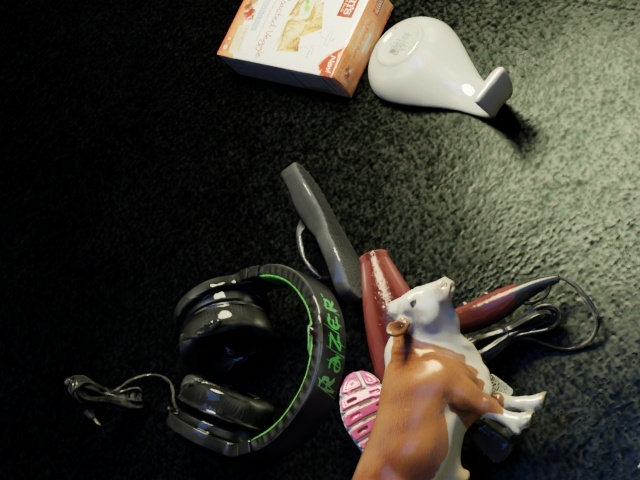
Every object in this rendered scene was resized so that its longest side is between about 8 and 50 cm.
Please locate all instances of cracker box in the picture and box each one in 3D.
[{"bbox_3d":[-0.025,-0.312,1.527,0.232,0.067,0.155,18,78,36],"label":"cracker box"}]

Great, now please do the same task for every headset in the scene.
[{"bbox_3d":[-0.147,0.163,1.299,0.394,0.185,0.243,-22,56,39],"label":"headset"}]

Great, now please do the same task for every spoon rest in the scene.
[{"bbox_3d":[0.161,-0.224,1.376,0.137,0.084,0.276,-50,39,0],"label":"spoon rest"}]

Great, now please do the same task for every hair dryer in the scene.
[{"bbox_3d":[0.159,0.104,1.218,0.293,0.080,0.223,31,83,23],"label":"hair dryer"}]

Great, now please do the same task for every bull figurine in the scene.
[{"bbox_3d":[0.127,0.200,1.098,0.188,0.101,0.310,16,81,21],"label":"bull figurine"}]

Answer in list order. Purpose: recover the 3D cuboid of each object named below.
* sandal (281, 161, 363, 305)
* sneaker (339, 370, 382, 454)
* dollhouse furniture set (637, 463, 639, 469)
[{"bbox_3d":[0.000,0.000,1.352,0.054,0.097,0.254,-36,43,10],"label":"sandal"},{"bbox_3d":[0.069,0.236,1.195,0.063,0.075,0.170,-24,67,-8],"label":"sneaker"},{"bbox_3d":[0.383,0.190,0.917,0.303,0.198,0.286,24,77,48],"label":"dollhouse furniture set"}]
